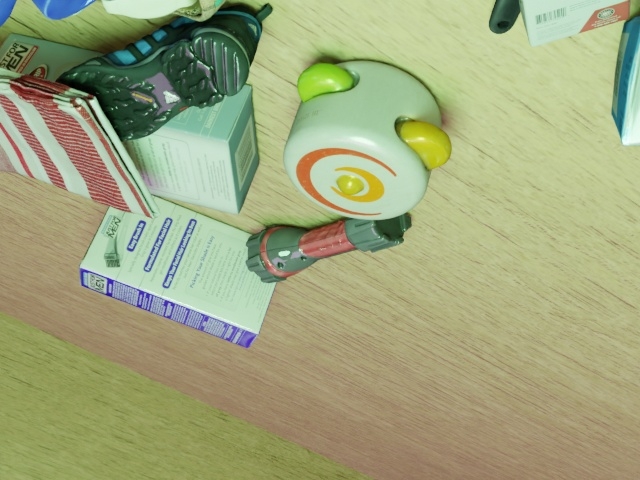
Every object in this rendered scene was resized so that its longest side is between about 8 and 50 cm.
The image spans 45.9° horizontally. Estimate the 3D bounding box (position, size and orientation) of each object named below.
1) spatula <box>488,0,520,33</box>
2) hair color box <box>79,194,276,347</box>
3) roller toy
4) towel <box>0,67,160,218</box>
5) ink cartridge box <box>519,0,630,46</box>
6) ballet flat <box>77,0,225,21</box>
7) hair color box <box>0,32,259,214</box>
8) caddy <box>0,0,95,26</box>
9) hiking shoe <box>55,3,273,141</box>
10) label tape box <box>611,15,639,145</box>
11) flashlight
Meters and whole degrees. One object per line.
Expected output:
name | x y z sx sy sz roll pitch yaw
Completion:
spatula | 0.214 -0.302 0.708 0.084 0.030 0.296 2 153 -6
hair color box | -0.252 0.050 1.409 0.338 0.185 0.110 23 152 -8
roller toy | 0.056 -0.121 0.987 0.209 0.146 0.191 17 151 1
towel | -0.393 -0.141 1.043 0.329 0.037 0.237 18 150 25
ink cartridge box | 0.233 -0.255 0.705 0.099 0.056 0.135 -14 153 14
ballet flat | -0.251 -0.311 0.874 0.316 0.106 0.107 9 152 16
hair color box | -0.289 -0.171 1.128 0.374 0.114 0.185 13 149 7
caddy | -0.271 -0.337 0.684 0.341 0.241 0.179 -28 95 42
hiking shoe | -0.201 -0.211 0.958 0.304 0.132 0.113 -6 127 28
label tape box | 0.444 -0.131 0.654 0.347 0.249 0.115 10 107 16
flashlight | 0.000 0.000 1.274 0.304 0.103 0.103 -16 125 46
